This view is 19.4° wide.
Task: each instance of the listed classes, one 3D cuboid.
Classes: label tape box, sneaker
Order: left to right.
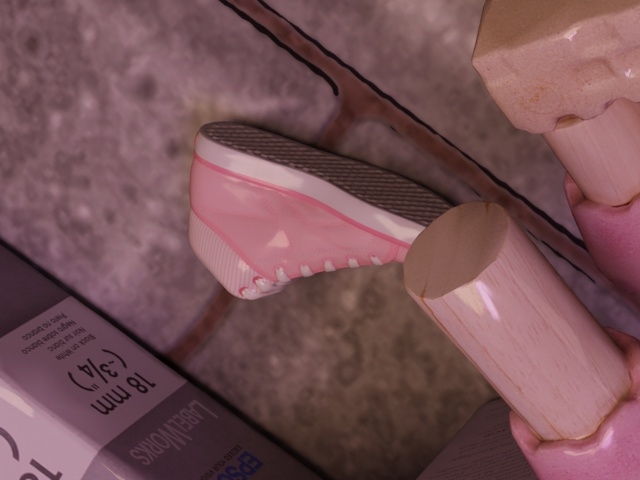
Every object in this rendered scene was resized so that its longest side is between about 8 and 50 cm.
[{"bbox_3d":[-0.127,0.176,0.890,0.334,0.106,0.240,35,112,8],"label":"label tape box"},{"bbox_3d":[0.000,0.000,0.832,0.134,0.051,0.070,20,111,17],"label":"sneaker"}]

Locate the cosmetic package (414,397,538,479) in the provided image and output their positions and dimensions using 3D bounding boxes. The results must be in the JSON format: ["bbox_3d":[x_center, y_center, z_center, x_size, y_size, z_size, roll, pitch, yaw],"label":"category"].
[{"bbox_3d":[0.088,0.138,0.736,0.085,0.231,0.117,-22,96,23],"label":"cosmetic package"}]

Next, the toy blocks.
[{"bbox_3d":[0.230,-0.036,0.681,0.288,0.309,0.260,-18,130,34],"label":"toy blocks"}]
